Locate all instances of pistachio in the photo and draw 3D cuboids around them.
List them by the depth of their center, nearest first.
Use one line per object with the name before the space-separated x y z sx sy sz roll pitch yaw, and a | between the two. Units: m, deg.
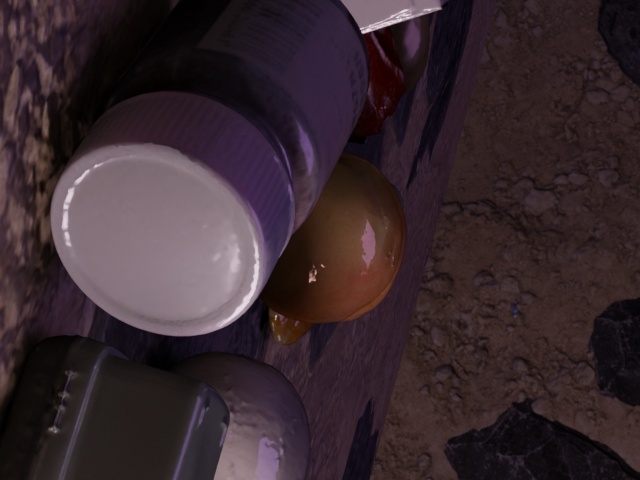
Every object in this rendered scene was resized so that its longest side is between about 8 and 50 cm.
pistachio | 0.072 -0.251 1.885 0.124 0.124 0.185 -40 138 -75

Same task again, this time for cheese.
cheese | -0.088 0.192 1.427 0.189 0.154 0.198 52 51 -71

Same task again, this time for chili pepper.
chili pepper | 0.017 -0.223 1.669 0.144 0.136 0.253 -48 155 -12

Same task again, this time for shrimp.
shrimp | -0.022 0.048 1.962 0.217 0.051 0.115 -54 153 -62

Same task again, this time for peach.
peach | 0.000 0.000 1.651 0.184 0.184 0.184 13 90 -81

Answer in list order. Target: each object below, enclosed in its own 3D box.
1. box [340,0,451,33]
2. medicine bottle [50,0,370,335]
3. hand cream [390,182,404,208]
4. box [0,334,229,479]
box | 0.060 -0.313 1.551 0.260 0.111 0.194 -44 117 -70
medicine bottle | -0.071 -0.070 1.131 0.273 0.165 0.165 -64 164 -53
hand cream | 0.056 -0.050 2.256 0.340 0.077 0.124 1 103 -76
box | -0.150 0.178 1.092 0.148 0.129 0.210 67 38 -73
